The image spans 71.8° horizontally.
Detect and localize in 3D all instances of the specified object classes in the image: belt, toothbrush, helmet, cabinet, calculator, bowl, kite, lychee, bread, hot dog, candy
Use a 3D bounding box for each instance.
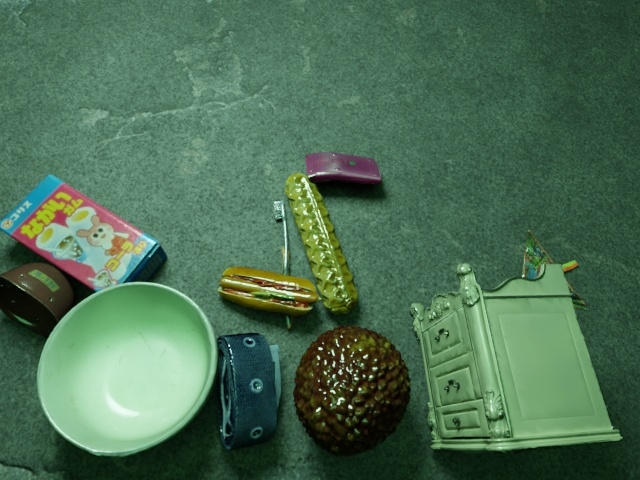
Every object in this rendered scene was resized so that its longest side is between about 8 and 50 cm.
[{"bbox_3d":[-0.137,0.292,0.883,0.129,0.122,0.217,5,67,-32],"label":"belt"},{"bbox_3d":[-0.084,0.049,1.041,0.031,0.023,0.320,-7,68,-2],"label":"toothbrush"},{"bbox_3d":[-0.566,0.112,0.907,0.175,0.155,0.106,39,42,-1],"label":"helmet"},{"bbox_3d":[0.342,0.237,0.874,0.228,0.290,0.317,-1,66,-9],"label":"cabinet"},{"bbox_3d":[0.057,-0.186,1.119,0.191,0.034,0.126,2,36,-7],"label":"calculator"},{"bbox_3d":[-0.349,0.244,0.857,0.308,0.163,0.306,2,68,-5],"label":"bowl"},{"bbox_3d":[0.572,0.079,1.112,0.184,0.014,0.241,-20,71,-15],"label":"kite"},{"bbox_3d":[0.057,0.288,0.848,0.236,0.271,0.235,4,103,18],"label":"lychee"},{"bbox_3d":[-0.001,0.000,1.044,0.077,0.084,0.367,-32,67,29],"label":"bread"},{"bbox_3d":[-0.111,0.110,0.974,0.236,0.062,0.092,7,67,8],"label":"hot dog"},{"bbox_3d":[-0.514,0.001,0.970,0.306,0.100,0.157,31,69,5],"label":"candy"}]
